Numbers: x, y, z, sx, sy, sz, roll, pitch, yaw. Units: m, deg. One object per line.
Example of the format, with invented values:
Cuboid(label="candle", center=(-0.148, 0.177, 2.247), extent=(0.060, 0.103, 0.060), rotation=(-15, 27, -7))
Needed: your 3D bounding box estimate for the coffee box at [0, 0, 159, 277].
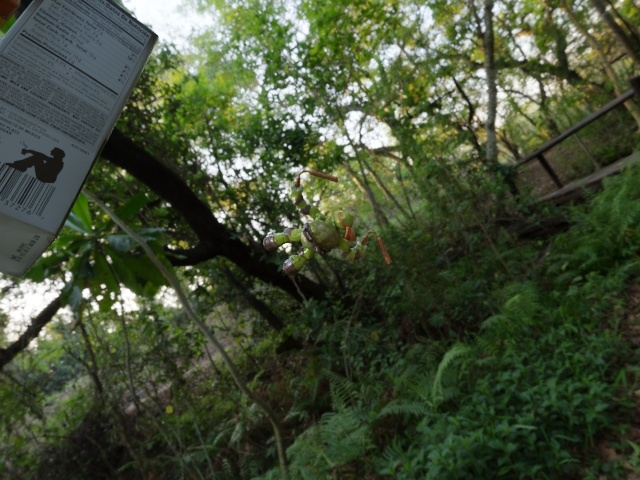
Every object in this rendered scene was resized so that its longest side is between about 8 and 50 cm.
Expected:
Cuboid(label="coffee box", center=(-0.310, -0.129, 0.451), extent=(0.119, 0.297, 0.168), rotation=(30, -38, -34))

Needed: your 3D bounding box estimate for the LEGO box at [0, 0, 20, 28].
Cuboid(label="LEGO box", center=(-1.102, -0.623, 1.038), extent=(0.500, 0.193, 0.372), rotation=(-26, -22, 25))

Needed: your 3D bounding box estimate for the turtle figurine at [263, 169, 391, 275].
Cuboid(label="turtle figurine", center=(0.000, 0.000, 0.826), extent=(0.217, 0.269, 0.087), rotation=(-30, 29, 36))
